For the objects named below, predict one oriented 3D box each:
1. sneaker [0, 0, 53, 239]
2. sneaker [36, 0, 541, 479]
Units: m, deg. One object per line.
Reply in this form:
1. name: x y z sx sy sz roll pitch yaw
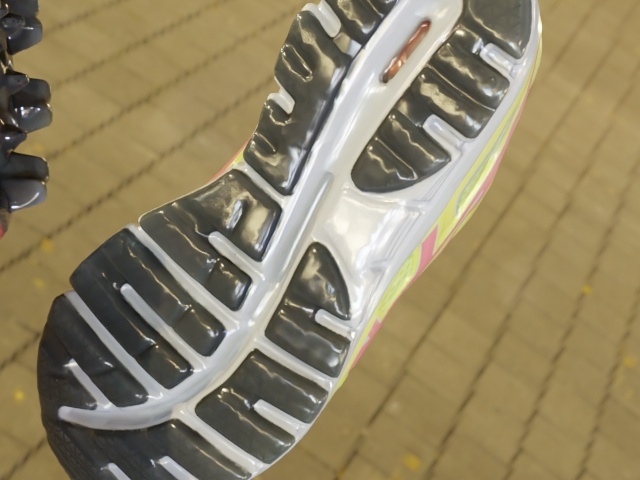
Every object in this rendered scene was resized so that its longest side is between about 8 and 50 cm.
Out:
1. sneaker: -0.151 0.000 0.485 0.135 0.097 0.276 1 55 7
2. sneaker: 0.000 0.000 0.533 0.081 0.208 0.094 44 15 11
